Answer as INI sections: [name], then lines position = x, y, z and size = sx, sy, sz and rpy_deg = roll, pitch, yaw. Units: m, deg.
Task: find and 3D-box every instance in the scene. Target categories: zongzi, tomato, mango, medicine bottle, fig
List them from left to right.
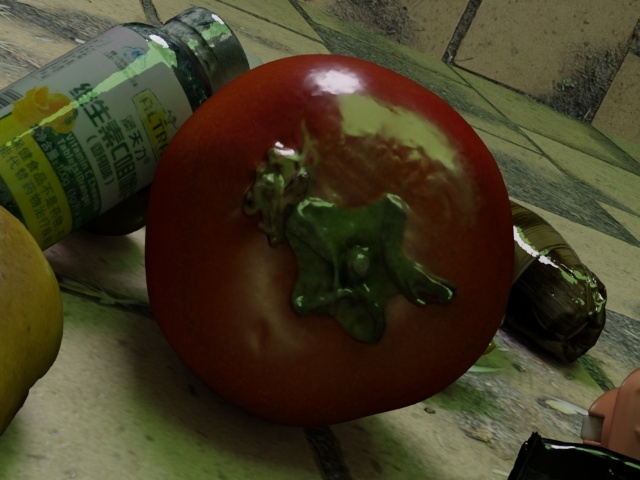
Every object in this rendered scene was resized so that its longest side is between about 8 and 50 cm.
[mango]
position = -0.259, 0.059, 0.857
size = 0.167, 0.130, 0.262
rpy_deg = 27, 22, -14
[fig]
position = -0.247, -0.077, 1.333
size = 0.124, 0.124, 0.236
rpy_deg = 13, 3, -37
[medicine bottle]
position = -0.202, -0.105, 1.156
size = 0.293, 0.141, 0.141
rpy_deg = -36, 56, -28
[tomato]
position = 0.000, 0.000, 1.099
size = 0.321, 0.322, 0.321
rpy_deg = 24, 17, -8
[zongzi]
position = 0.299, 0.047, 1.715
size = 0.286, 0.134, 0.288
rpy_deg = 45, 17, 32

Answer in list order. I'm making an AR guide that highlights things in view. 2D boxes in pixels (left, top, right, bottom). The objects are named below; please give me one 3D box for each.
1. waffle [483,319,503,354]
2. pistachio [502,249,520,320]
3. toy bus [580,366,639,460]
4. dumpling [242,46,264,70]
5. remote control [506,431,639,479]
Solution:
[waffle]
position = 0.100, 0.067, 1.337
size = 0.191, 0.038, 0.191
rpy_deg = 6, 55, -9
[pistachio]
position = 0.092, 0.000, 1.483
size = 0.293, 0.162, 0.181
rpy_deg = 22, -27, -3
[toy bus]
position = 0.371, 0.202, 1.211
size = 0.232, 0.194, 0.287
rpy_deg = 6, -7, 22
[dumpling]
position = -0.155, -0.224, 1.886
size = 0.151, 0.124, 0.228
rpy_deg = -7, -16, 42
[remote control]
position = 0.332, 0.278, 1.046
size = 0.398, 0.145, 0.062
rpy_deg = 23, 12, -2
